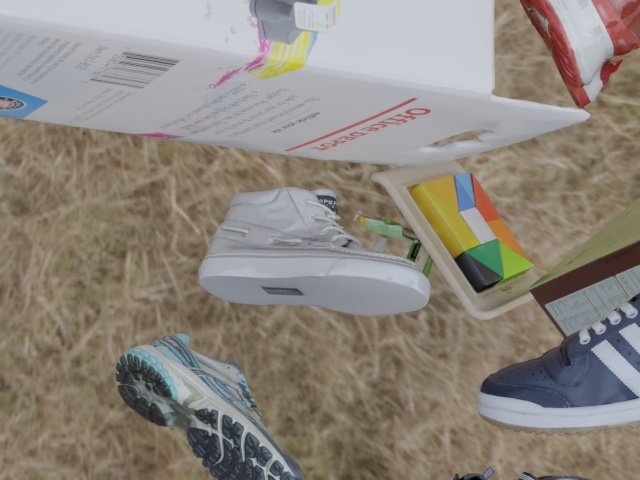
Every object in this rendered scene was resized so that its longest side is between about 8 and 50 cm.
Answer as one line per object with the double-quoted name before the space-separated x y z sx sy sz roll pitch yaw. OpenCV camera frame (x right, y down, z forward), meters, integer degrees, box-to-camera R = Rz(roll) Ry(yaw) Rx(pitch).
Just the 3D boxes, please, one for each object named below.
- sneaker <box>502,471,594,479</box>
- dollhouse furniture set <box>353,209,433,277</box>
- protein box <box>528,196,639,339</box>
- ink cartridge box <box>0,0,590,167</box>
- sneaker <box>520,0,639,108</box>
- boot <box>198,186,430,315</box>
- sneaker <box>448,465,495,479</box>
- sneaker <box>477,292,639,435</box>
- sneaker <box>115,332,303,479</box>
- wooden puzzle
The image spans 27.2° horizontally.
"sneaker" 0.283 0.331 1.327 0.268 0.153 0.101 38 67 8
"dollhouse furniture set" 0.099 0.008 1.740 0.076 0.151 0.059 23 94 31
"protein box" 0.358 0.028 1.315 0.199 0.201 0.136 -35 90 -28
"ink cartridge box" -0.020 -0.067 0.395 0.181 0.104 0.062 6 81 -27
"sneaker" 0.162 -0.128 0.633 0.128 0.221 0.087 -28 97 13
"boot" 0.000 0.000 1.336 0.258 0.095 0.123 4 63 28
"sneaker" 0.102 0.190 0.947 0.038 0.098 0.069 35 89 9
"sneaker" 0.247 0.054 0.978 0.282 0.099 0.153 -8 97 15
"sneaker" -0.120 0.210 1.680 0.283 0.122 0.110 38 132 16
"wooden puzzle" 0.192 -0.013 1.721 0.044 0.221 0.239 -44 75 29
